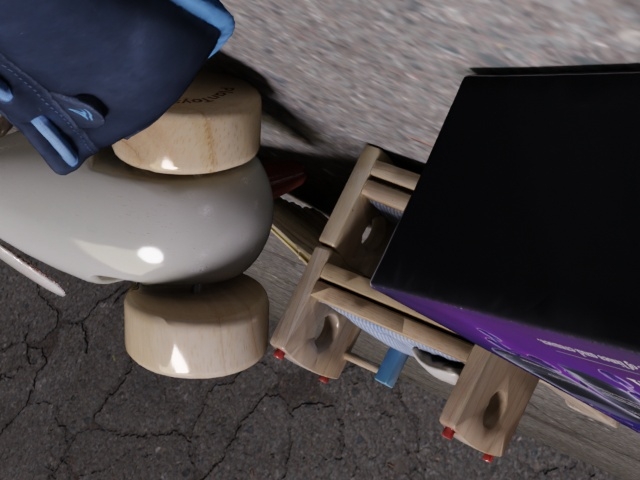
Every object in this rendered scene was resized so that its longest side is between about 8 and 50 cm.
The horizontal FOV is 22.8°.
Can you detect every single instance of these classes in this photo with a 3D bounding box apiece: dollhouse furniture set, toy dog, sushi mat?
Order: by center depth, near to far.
[{"bbox_3d":[0.089,0.054,0.910,0.129,0.129,0.183,22,172,36],"label":"dollhouse furniture set"},{"bbox_3d":[-0.143,-0.046,0.949,0.333,0.220,0.161,32,-153,18],"label":"toy dog"},{"bbox_3d":[0.000,0.000,1.083,0.151,0.019,0.316,28,-175,-27],"label":"sushi mat"}]

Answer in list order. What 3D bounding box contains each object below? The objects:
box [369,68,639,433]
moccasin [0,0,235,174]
[{"bbox_3d":[0.161,0.026,0.542,0.184,0.103,0.261,26,174,-22],"label":"box"},{"bbox_3d":[-0.155,-0.094,0.530,0.342,0.117,0.138,28,-164,-50],"label":"moccasin"}]
